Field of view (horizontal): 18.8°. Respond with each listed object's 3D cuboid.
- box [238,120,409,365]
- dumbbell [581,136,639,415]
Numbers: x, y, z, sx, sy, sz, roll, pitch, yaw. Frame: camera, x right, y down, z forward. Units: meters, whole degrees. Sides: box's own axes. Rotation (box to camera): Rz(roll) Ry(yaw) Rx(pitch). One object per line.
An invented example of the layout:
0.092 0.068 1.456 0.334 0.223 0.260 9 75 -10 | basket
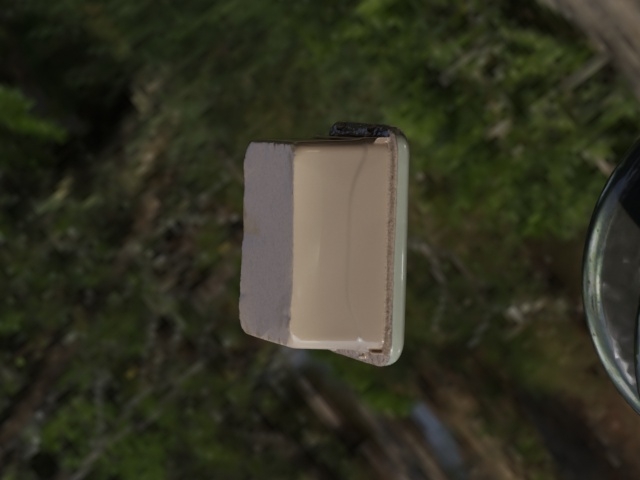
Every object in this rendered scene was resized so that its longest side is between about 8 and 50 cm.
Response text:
0.000 0.000 0.982 0.089 0.062 0.122 -169 81 -66 | box
0.214 0.027 0.811 0.192 0.192 0.290 53 -173 -10 | dumbbell
